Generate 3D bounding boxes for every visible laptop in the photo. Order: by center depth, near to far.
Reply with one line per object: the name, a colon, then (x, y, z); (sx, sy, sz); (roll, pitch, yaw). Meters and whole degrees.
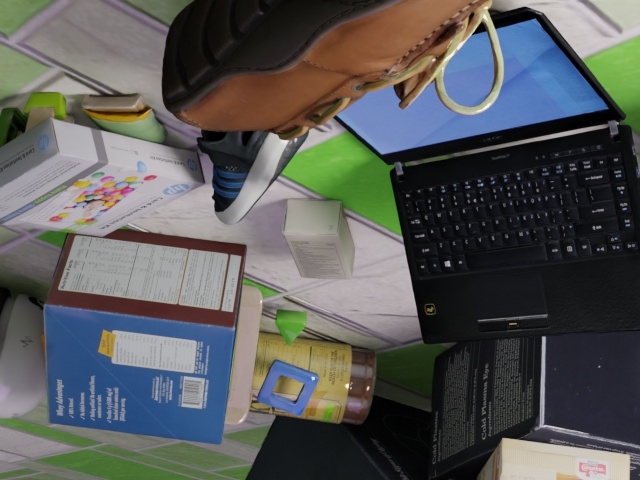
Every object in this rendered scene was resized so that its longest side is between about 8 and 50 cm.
laptop: (0.125, -0.035, 0.903); (0.234, 0.264, 0.136); (-8, -175, 39)

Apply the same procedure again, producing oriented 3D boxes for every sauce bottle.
sauce bottle: (-0.101, 0.175, 1.496); (0.344, 0.111, 0.111); (8, 156, -3)

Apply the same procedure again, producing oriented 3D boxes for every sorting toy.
sorting toy: (-0.172, 0.130, 1.395); (0.348, 0.047, 0.196); (8, 115, -3)

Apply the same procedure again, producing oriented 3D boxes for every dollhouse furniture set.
dollhouse furniture set: (-0.220, -0.090, 1.000); (0.152, 0.058, 0.076); (1, 156, 11)

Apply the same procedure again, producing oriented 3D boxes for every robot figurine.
robot figurine: (-0.474, 0.132, 1.425); (0.278, 0.209, 0.173); (11, 112, -9)

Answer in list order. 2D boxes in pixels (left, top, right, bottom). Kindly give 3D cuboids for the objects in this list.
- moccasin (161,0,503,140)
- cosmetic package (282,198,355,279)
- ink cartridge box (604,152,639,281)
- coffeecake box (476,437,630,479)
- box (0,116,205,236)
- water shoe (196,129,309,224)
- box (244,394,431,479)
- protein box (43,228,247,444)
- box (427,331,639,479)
moccasin: (0.038, -0.150, 0.712); (0.147, 0.139, 0.380); (14, 153, -31)
cosmetic package: (0.000, 0.000, 1.165); (0.060, 0.041, 0.115); (3, 155, 9)
ink cartridge box: (0.325, 0.001, 0.980); (0.175, 0.127, 0.072); (8, 155, -2)
coffeecake box: (0.261, 0.292, 1.281); (0.142, 0.068, 0.185); (7, 155, 2)
box: (-0.221, -0.052, 1.012); (0.145, 0.038, 0.186); (-24, 163, 29)
water shoe: (-0.070, -0.081, 0.997); (0.080, 0.073, 0.203); (40, 153, -3)
box: (0.183, 0.466, 1.590); (0.472, 0.297, 0.480); (22, -171, -28)
protein box: (-0.197, 0.108, 1.256); (0.201, 0.136, 0.199); (8, 131, -3)
box: (0.352, 0.215, 1.387); (0.343, 0.179, 0.312); (14, 154, -14)
